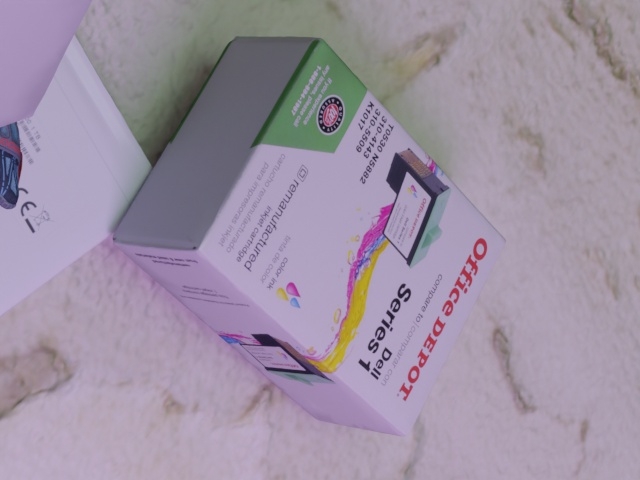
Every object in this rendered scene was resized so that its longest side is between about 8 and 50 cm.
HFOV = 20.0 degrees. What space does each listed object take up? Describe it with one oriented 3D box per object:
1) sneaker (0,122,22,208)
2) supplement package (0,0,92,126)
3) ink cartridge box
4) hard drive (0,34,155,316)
[{"bbox_3d":[-0.310,-0.038,1.222,0.262,0.104,0.125,-16,99,-34],"label":"sneaker"},{"bbox_3d":[-0.304,-0.211,1.149,0.293,0.175,0.177,47,40,14],"label":"supplement package"},{"bbox_3d":[0.000,0.000,1.456,0.278,0.117,0.201,44,65,-36],"label":"ink cartridge box"},{"bbox_3d":[-0.304,-0.035,1.317,0.353,0.047,0.233,-39,110,-30],"label":"hard drive"}]
